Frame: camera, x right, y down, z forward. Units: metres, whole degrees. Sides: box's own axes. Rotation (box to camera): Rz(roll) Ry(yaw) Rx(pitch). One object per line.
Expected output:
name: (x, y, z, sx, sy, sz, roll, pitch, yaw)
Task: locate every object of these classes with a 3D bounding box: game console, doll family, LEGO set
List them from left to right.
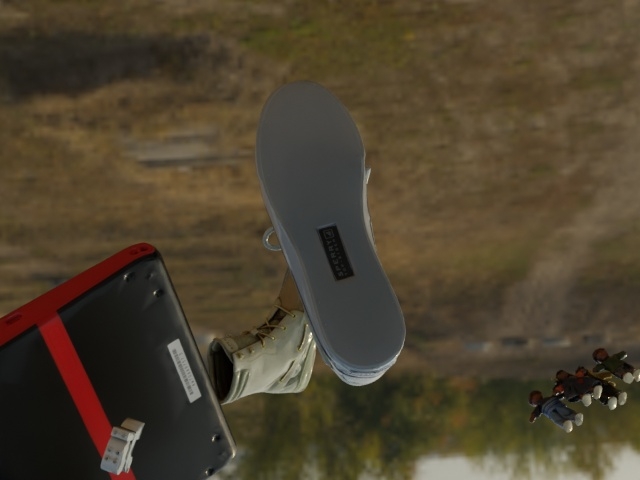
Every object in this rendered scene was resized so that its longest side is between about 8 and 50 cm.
game console: (-0.296, 0.225, 1.802, 0.342, 0.386, 0.060, -33, -139, -20)
LEGO set: (-0.210, 0.303, 1.491, 0.087, 0.227, 0.093, 18, 176, 9)
doll family: (0.413, 0.235, 2.303, 0.193, 0.076, 0.111, -18, -151, -23)

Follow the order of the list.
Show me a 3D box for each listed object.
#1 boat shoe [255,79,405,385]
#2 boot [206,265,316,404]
boat shoe: (0.009, -0.001, 1.707, 0.136, 0.367, 0.156, -15, 162, -12)
boot: (-0.079, 0.131, 2.089, 0.165, 0.213, 0.077, -6, -157, -42)
